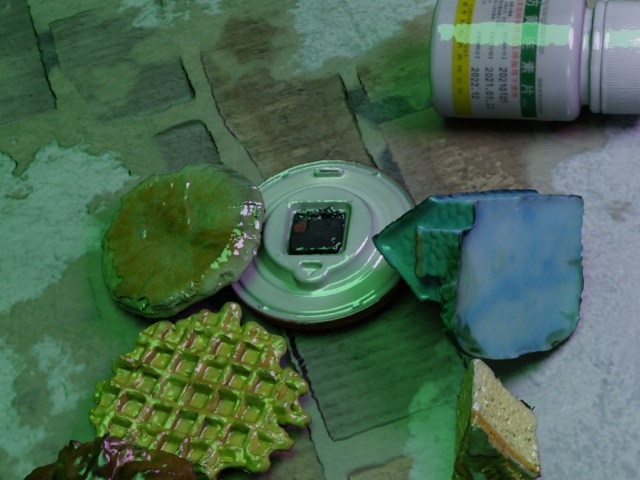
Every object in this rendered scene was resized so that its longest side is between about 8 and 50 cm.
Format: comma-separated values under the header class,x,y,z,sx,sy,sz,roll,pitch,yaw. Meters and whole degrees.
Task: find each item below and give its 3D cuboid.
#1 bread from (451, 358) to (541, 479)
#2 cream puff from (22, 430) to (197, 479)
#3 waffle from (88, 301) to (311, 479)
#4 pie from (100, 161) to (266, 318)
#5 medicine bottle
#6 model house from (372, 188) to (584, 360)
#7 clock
class,x,y,z,sx,sy,sz,roll,pitch,yaw
bread,0.230,0.249,1.820,0.127,0.152,0.147,-2,44,9
cream puff,-0.287,0.371,1.832,0.269,0.155,0.241,-35,59,5
waffle,-0.175,0.233,1.970,0.307,0.060,0.312,-32,51,-12
pie,-0.218,-0.001,2.119,0.306,0.071,0.306,-19,49,23
medicine bottle,0.355,-0.295,2.165,0.340,0.208,0.208,3,54,15
model house,0.206,0.037,1.952,0.261,0.225,0.241,-3,9,-39
clock,0.000,0.000,2.097,0.319,0.080,0.318,-6,52,7
